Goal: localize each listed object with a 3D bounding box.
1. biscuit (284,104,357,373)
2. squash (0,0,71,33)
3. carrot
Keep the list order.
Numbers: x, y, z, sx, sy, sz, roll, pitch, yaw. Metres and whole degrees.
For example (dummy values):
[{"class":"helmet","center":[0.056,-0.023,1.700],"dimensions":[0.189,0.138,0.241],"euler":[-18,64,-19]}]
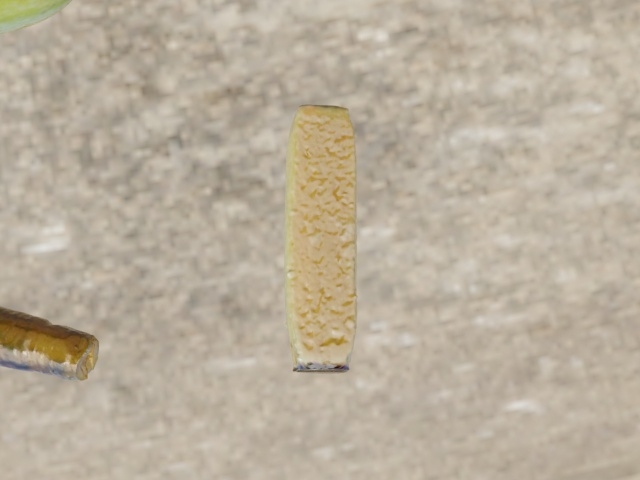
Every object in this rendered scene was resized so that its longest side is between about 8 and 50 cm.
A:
[{"class":"biscuit","center":[0.000,0.000,1.226],"dimensions":[0.052,0.188,0.056],"euler":[1,174,-2]},{"class":"squash","center":[-0.215,-0.160,0.913],"dimensions":[0.287,0.137,0.137],"euler":[-7,157,-6]},{"class":"carrot","center":[-0.208,0.055,1.034],"dimensions":[0.171,0.042,0.042],"euler":[11,165,21]}]
